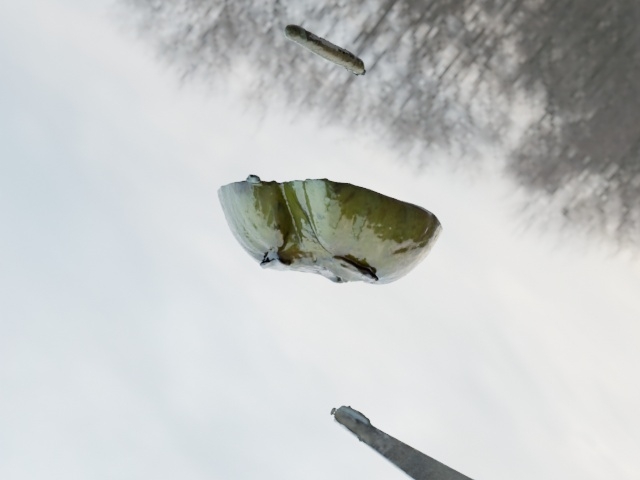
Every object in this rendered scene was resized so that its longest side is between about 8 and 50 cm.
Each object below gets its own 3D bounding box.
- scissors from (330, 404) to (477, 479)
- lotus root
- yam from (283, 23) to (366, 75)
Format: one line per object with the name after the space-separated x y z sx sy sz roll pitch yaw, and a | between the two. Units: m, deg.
0.137 0.203 0.859 0.360 0.191 0.029 29 147 35 | scissors
0.003 0.001 1.091 0.204 0.077 0.183 16 166 -30 | lotus root
0.004 -0.137 0.866 0.014 0.014 0.107 47 -164 27 | yam
